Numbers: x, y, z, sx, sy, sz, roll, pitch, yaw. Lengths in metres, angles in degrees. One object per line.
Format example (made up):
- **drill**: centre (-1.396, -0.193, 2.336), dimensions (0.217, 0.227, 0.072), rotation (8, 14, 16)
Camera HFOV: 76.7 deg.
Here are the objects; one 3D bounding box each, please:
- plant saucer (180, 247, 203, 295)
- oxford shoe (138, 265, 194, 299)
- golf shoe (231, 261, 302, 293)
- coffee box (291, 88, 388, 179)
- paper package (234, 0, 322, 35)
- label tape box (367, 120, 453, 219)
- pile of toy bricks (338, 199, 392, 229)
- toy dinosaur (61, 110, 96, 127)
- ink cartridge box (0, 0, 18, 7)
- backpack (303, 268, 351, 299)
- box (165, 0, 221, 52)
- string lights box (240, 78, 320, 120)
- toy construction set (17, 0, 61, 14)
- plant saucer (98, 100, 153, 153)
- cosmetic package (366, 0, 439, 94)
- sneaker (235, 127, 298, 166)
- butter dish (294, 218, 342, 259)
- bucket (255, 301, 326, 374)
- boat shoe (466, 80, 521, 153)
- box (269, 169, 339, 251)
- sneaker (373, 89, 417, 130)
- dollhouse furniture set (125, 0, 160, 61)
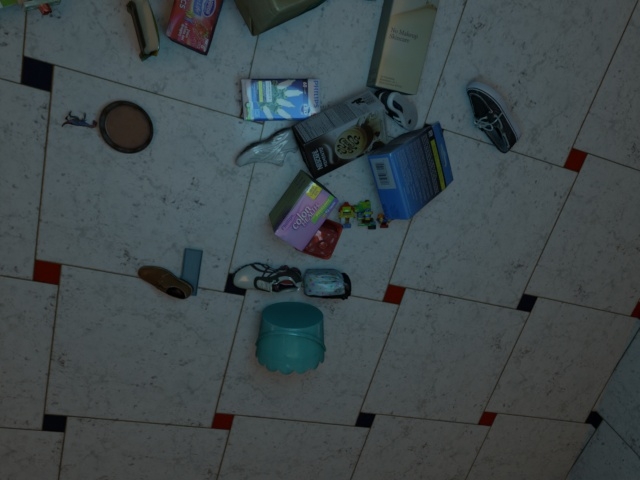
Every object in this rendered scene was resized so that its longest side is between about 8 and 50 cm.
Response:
- **plant saucer**: centre (-0.491, 0.119, 1.533), dimensions (0.067, 0.018, 0.192), rotation (9, 108, -14)
- **oxford shoe**: centre (-0.578, 0.156, 1.492), dimensions (0.212, 0.076, 0.076), rotation (24, 107, -5)
- **golf shoe**: centre (-0.203, 0.150, 1.548), dimensions (0.273, 0.120, 0.105), rotation (-1, 111, -9)
- **coffee box**: centre (0.071, -0.360, 1.384), dimensions (0.297, 0.119, 0.168), rotation (-27, 144, -3)
- **paper package**: centre (-0.121, -0.800, 1.139), dimensions (0.325, 0.168, 0.309), rotation (-43, 116, -29)
- **label tape box**: centre (0.344, -0.263, 1.495), dimensions (0.348, 0.115, 0.249), rotation (-38, 117, -37)
- **pile of toy bricks**: centre (0.173, -0.108, 1.553), dimensions (0.212, 0.118, 0.105), rotation (-1, 74, -1)
- **toy dinosaur**: centre (-0.771, -0.382, 1.305), dimensions (0.082, 0.047, 0.090), rotation (33, 133, -28)
- **ink cartridge box**: centre (-0.978, -0.705, 1.112), dimensions (0.255, 0.097, 0.188), rotation (-21, 111, -7)
- **backpack**: centre (0.021, 0.170, 1.597), dimensions (0.182, 0.152, 0.115), rotation (1, 93, -8)
- **box**: centre (-0.363, -0.709, 1.212), dimensions (0.123, 0.128, 0.256), rotation (17, 104, -18)
- **string lights box**: centre (-0.134, -0.475, 1.366), dimensions (0.260, 0.077, 0.133), rotation (-5, 109, -10)
- **toy construction set**: centre (-0.765, -0.786, 1.067), dimensions (0.151, 0.215, 0.327), rotation (1, 122, 23)
- **plant saucer**: centre (-0.635, -0.372, 1.329), dimensions (0.168, 0.029, 0.168), rotation (-3, 110, -9)
- **cosmetic package**: centre (0.273, -0.664, 1.363), dimensions (0.160, 0.113, 0.309), rotation (6, 108, -13)
- **sneaker**: centre (-0.180, -0.299, 1.414), dimensions (0.232, 0.090, 0.115), rotation (-25, 115, -1)
- **butter dish**: centre (0.000, 0.000, 1.535), dimensions (0.160, 0.118, 0.160), rotation (19, 104, -16)
- **bucket**: centre (-0.113, 0.368, 1.568), dimensions (0.281, 0.281, 0.183), rotation (1, 106, -11)
- **boat shoe**: centre (0.628, -0.450, 1.507), dimensions (0.306, 0.113, 0.105), rotation (41, 83, -30)
- **box**: centre (-0.066, -0.113, 1.416), dimensions (0.117, 0.243, 0.213), rotation (34, 99, -19)
- **sneaker**: centre (0.260, -0.475, 1.448), dimensions (0.217, 0.121, 0.079), rotation (25, 95, -53)
- **dollhouse furniture set**: centre (-0.478, -0.695, 1.174), dimensions (0.151, 0.197, 0.301), rotation (-17, 115, -22)
